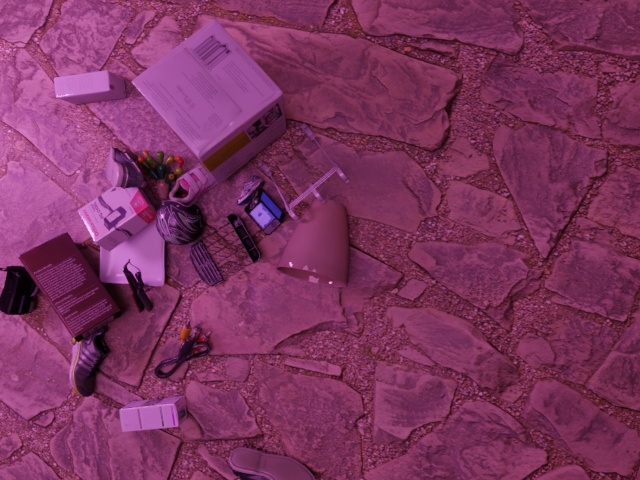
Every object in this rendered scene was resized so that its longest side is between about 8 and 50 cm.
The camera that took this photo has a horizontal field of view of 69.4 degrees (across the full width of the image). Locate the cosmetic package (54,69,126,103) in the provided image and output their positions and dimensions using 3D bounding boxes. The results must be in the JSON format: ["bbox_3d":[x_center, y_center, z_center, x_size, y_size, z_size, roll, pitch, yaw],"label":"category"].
[{"bbox_3d":[-0.896,-0.595,1.803,0.230,0.117,0.086,-6,92,8],"label":"cosmetic package"}]

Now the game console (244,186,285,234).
[{"bbox_3d":[-0.211,-0.108,1.729,0.124,0.085,0.144,-43,85,7],"label":"game console"}]

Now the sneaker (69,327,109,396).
[{"bbox_3d":[-0.918,0.478,1.845,0.121,0.111,0.301,2,94,4],"label":"sneaker"}]

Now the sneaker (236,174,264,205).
[{"bbox_3d":[-0.275,-0.192,1.760,0.058,0.052,0.135,44,90,15],"label":"sneaker"}]

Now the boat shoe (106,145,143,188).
[{"bbox_3d":[-0.742,-0.271,1.743,0.098,0.319,0.117,5,111,-33],"label":"boat shoe"}]

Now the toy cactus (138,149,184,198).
[{"bbox_3d":[-0.611,-0.250,1.774,0.218,0.112,0.181,9,111,17],"label":"toy cactus"}]

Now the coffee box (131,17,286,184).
[{"bbox_3d":[-0.354,-0.454,1.587,0.338,0.334,0.338,-41,85,-6],"label":"coffee box"}]

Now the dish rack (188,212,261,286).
[{"bbox_3d":[-0.374,0.046,1.765,0.271,0.074,0.209,-31,86,9],"label":"dish rack"}]

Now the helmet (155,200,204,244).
[{"bbox_3d":[-0.532,-0.066,1.727,0.169,0.161,0.170,3,97,25],"label":"helmet"}]

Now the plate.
[{"bbox_3d":[-0.737,0.035,1.833,0.276,0.045,0.279,2,92,9],"label":"plate"}]

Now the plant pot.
[{"bbox_3d":[0.000,0.000,1.638,0.256,0.256,0.274,12,77,8],"label":"plant pot"}]

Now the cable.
[{"bbox_3d":[-0.533,0.445,1.825,0.139,0.072,0.287,35,109,-11],"label":"cable"}]

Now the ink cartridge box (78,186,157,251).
[{"bbox_3d":[-0.767,-0.101,1.758,0.237,0.100,0.172,-36,68,-7],"label":"ink cartridge box"}]

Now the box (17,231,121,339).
[{"bbox_3d":[-0.962,0.181,1.787,0.191,0.143,0.382,-33,87,-28],"label":"box"}]

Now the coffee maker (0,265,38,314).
[{"bbox_3d":[-1.227,0.198,1.853,0.171,0.120,0.179,16,95,-37],"label":"coffee maker"}]

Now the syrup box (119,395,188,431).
[{"bbox_3d":[-0.652,0.680,1.815,0.236,0.093,0.097,-8,90,8],"label":"syrup box"}]

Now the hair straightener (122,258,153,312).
[{"bbox_3d":[-0.695,0.175,1.792,0.088,0.047,0.231,-6,111,12],"label":"hair straightener"}]

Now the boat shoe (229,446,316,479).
[{"bbox_3d":[-0.185,0.894,1.746,0.339,0.127,0.113,14,123,1],"label":"boat shoe"}]

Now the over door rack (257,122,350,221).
[{"bbox_3d":[-0.057,-0.239,1.658,0.239,0.108,0.324,-39,52,8],"label":"over door rack"}]

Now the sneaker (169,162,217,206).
[{"bbox_3d":[-0.475,-0.218,1.752,0.103,0.111,0.252,42,97,5],"label":"sneaker"}]
